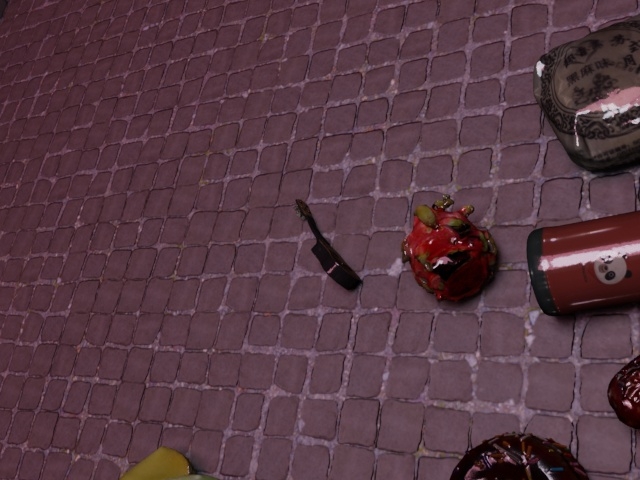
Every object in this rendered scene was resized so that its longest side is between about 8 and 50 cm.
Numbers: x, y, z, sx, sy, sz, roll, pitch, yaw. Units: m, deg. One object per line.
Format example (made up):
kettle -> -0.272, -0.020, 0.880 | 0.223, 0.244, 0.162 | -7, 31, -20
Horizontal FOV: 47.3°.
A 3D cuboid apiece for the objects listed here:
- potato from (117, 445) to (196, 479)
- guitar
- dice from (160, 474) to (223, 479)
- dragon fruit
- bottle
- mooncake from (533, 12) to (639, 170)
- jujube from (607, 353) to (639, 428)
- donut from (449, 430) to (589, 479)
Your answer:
potato -> -0.317, 0.476, 1.445 | 0.198, 0.054, 0.119 | -27, 54, 25
guitar -> -0.002, 0.001, 1.483 | 0.038, 0.084, 0.271 | -43, 44, 9
dice -> -0.226, 0.558, 1.207 | 0.249, 0.254, 0.252 | -35, 50, 13
dragon fruit -> 0.219, 0.007, 1.276 | 0.172, 0.160, 0.166 | -120, 35, -42
bottle -> 0.492, 0.024, 1.094 | 0.336, 0.144, 0.144 | -11, 60, 27
mooncake -> 0.504, -0.250, 1.236 | 0.254, 0.136, 0.250 | -24, 51, 21
jujube -> 0.487, 0.203, 1.033 | 0.166, 0.104, 0.104 | -29, 52, 1
donut -> 0.283, 0.391, 1.070 | 0.235, 0.089, 0.235 | -16, 59, 28
